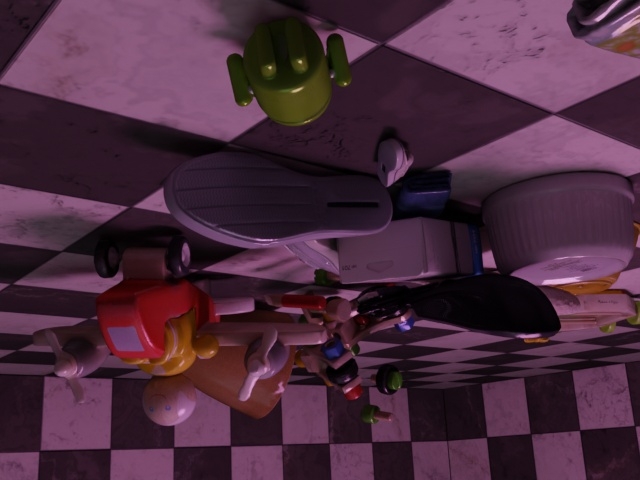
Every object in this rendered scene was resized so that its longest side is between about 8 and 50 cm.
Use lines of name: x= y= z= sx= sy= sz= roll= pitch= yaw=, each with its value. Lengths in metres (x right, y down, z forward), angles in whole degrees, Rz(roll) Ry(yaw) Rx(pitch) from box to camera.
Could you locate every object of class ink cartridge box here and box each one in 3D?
ink cartridge box: x=0.131 y=0.018 z=1.101 sx=0.139 sy=0.082 sz=0.190 roll=-8 pitch=172 yaw=33

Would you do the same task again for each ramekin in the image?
ramekin: x=0.333 y=-0.008 z=1.066 sx=0.207 sy=0.109 sz=0.207 roll=-3 pitch=163 yaw=-1

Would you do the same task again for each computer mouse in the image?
computer mouse: x=0.198 y=0.078 z=1.053 sx=0.272 sy=0.072 sz=0.188 roll=6 pitch=-174 yaw=44

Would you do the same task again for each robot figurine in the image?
robot figurine: x=-0.026 y=-0.138 z=0.640 sx=0.101 sy=0.067 sz=0.115 roll=-13 pitch=163 yaw=4

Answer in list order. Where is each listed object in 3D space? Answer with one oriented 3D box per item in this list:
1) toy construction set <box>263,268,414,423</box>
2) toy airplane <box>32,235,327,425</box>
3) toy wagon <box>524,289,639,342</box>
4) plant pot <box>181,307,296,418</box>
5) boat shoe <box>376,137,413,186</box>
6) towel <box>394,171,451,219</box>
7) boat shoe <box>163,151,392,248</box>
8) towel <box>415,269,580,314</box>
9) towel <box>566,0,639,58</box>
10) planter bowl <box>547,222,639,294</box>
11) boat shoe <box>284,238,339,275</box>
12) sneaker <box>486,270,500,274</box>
toy construction set: x=0.004 y=0.166 z=1.473 sx=0.237 sy=0.258 sz=0.309 roll=-1 pitch=148 yaw=41
toy airplane: x=-0.241 y=0.167 z=1.268 sx=0.384 sy=0.273 sz=0.386 roll=11 pitch=161 yaw=-35
toy wagon: x=0.586 y=0.186 z=1.840 sx=0.267 sy=0.068 sz=0.344 roll=1 pitch=164 yaw=-12
plant pot: x=-0.216 y=0.232 z=1.637 sx=0.254 sy=0.237 sz=0.237 roll=21 pitch=154 yaw=-25
boat shoe: x=0.088 y=-0.093 z=0.881 sx=0.035 sy=0.035 sz=0.100 roll=-28 pitch=162 yaw=-10
towel: x=0.133 y=-0.057 z=1.007 sx=0.067 sy=0.029 sz=0.119 roll=-4 pitch=165 yaw=-1
boat shoe: x=-0.052 y=-0.035 z=0.922 sx=0.302 sy=0.109 sz=0.094 roll=5 pitch=164 yaw=-34
towel: x=0.253 y=0.071 z=1.253 sx=0.187 sy=0.049 sz=0.282 roll=9 pitch=-176 yaw=-39
towel: x=0.383 y=-0.200 z=0.474 sx=0.374 sy=0.090 sz=0.320 roll=4 pitch=165 yaw=-23
planter bowl: x=0.425 y=0.039 z=1.273 sx=0.217 sy=0.091 sz=0.217 roll=-3 pitch=164 yaw=-1
boat shoe: x=0.000 y=0.001 z=1.119 sx=0.081 sy=0.079 sz=0.227 roll=0 pitch=161 yaw=26
sneaker: x=0.304 y=0.085 z=1.473 sx=0.134 sy=0.051 sz=0.070 roll=0 pitch=159 yaw=-25
